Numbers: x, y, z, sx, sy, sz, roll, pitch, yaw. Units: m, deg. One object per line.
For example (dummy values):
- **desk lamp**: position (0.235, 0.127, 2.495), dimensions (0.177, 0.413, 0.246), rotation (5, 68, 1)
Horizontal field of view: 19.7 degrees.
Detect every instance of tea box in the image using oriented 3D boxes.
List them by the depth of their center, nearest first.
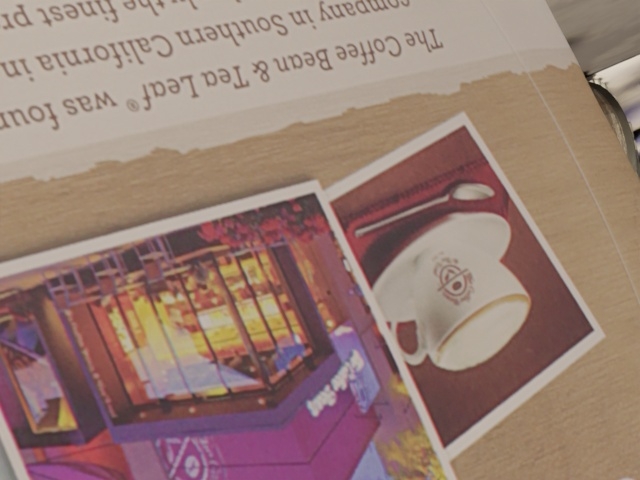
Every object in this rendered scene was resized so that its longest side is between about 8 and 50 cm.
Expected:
- **tea box**: position (-0.121, 0.073, 0.465), dimensions (0.329, 0.220, 0.323), rotation (-16, 167, -44)

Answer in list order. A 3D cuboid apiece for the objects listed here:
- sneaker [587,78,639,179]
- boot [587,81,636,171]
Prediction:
- **sneaker**: position (0.130, -0.028, 1.018), dimensions (0.094, 0.090, 0.235), rotation (-11, 170, 12)
- **boot**: position (0.000, 0.000, 0.871), dimensions (0.229, 0.091, 0.263), rotation (-13, 162, -31)
